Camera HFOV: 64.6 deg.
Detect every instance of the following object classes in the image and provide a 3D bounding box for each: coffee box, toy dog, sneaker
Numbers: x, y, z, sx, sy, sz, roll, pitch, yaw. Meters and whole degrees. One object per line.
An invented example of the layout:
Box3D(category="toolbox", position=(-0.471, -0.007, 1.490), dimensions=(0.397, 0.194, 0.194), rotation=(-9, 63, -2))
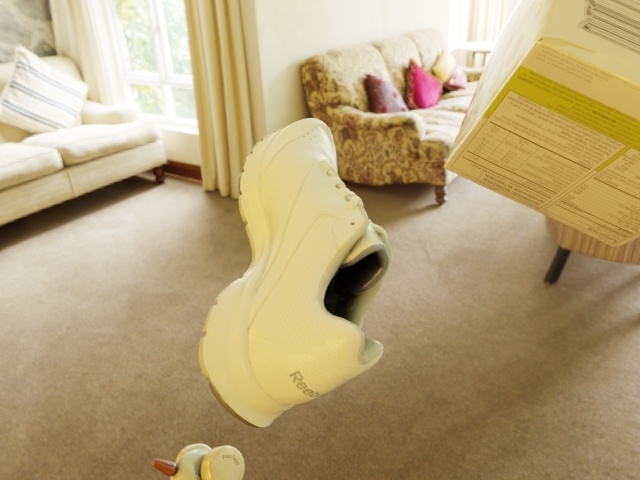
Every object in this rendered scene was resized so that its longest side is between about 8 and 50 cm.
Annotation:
Box3D(category="coffee box", position=(0.448, -0.246, 0.794), dimensions=(0.338, 0.334, 0.337), rotation=(25, 69, 3))
Box3D(category="toy dog", position=(-0.251, 0.531, 0.938), dimensions=(0.161, 0.220, 0.333), rotation=(21, 37, -34))
Box3D(category="sneaker", position=(0.000, 0.000, 0.420), dimensions=(0.129, 0.111, 0.297), rotation=(-22, 45, 27))
